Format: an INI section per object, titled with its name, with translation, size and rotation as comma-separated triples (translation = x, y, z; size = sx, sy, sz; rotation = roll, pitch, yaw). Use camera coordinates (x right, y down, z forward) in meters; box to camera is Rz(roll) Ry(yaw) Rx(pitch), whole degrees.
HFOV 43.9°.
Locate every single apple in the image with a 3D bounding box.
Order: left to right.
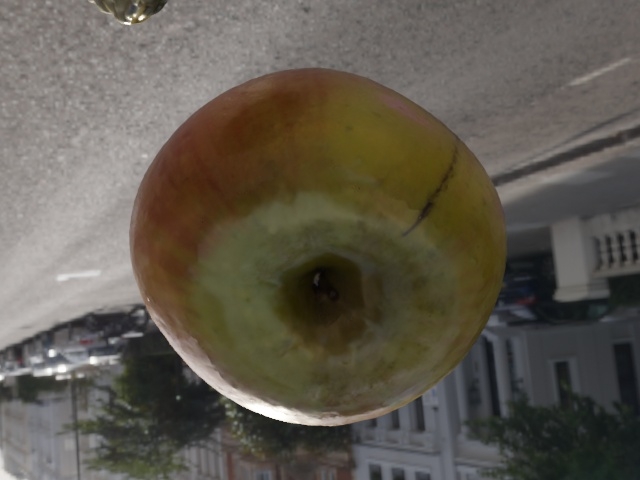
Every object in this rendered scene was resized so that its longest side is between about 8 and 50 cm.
[apple]
translation = 0.000, 0.000, 0.625
size = 0.286, 0.286, 0.233
rotation = -5, -161, 1

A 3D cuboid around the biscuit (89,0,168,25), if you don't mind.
[biscuit]
translation = -0.090, -0.205, 0.525
size = 0.082, 0.070, 0.168
rotation = -36, -168, 48
